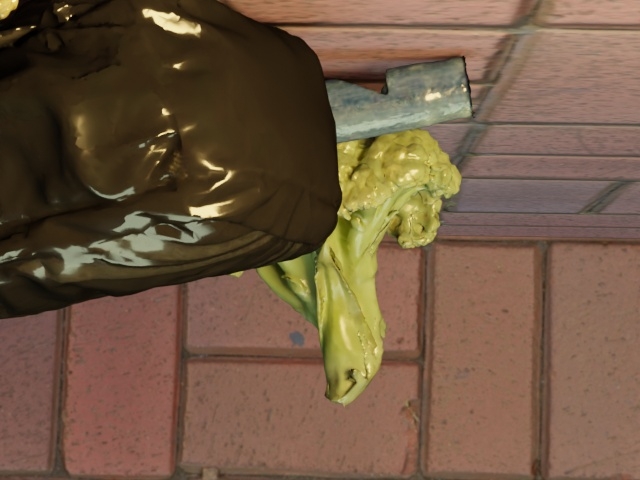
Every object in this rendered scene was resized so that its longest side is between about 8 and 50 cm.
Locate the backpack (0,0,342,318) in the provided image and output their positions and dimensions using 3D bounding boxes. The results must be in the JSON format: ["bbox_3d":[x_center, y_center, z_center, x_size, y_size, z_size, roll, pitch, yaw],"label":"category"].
[{"bbox_3d":[-0.218,-0.063,1.203,0.445,0.255,0.363,-15,172,16],"label":"backpack"}]

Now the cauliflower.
[{"bbox_3d":[0.005,-0.023,1.571,0.327,0.281,0.260,4,-137,45],"label":"cauliflower"}]

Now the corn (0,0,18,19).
[{"bbox_3d":[-0.257,-0.166,0.845,0.210,0.087,0.087,-1,178,-41],"label":"corn"}]

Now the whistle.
[{"bbox_3d":[-0.016,-0.109,1.379,0.304,0.062,0.062,-10,174,6],"label":"whistle"}]
